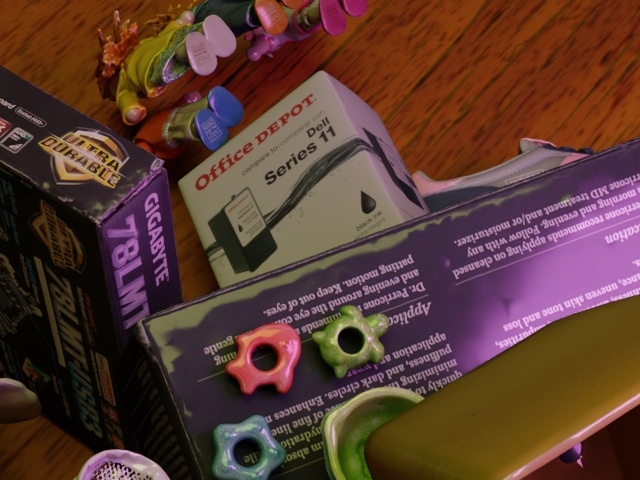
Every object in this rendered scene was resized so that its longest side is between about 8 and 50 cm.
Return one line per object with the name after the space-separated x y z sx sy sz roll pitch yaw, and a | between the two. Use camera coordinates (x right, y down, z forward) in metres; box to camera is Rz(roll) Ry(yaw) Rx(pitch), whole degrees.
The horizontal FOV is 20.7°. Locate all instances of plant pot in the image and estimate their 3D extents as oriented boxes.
0.144 0.140 0.856 0.212 0.212 0.187 -28 18 -23 | plant pot

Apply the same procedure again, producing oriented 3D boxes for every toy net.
-0.052 0.114 0.924 0.232 0.045 0.122 -18 81 -14 | toy net

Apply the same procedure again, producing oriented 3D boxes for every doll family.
-0.096 -0.165 1.438 0.263 0.118 0.163 -44 20 -32 | doll family

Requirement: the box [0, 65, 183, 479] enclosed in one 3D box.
-0.220 -0.002 1.200 0.293 0.295 0.073 29 57 24 | box

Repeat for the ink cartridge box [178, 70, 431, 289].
0.000 0.000 1.293 0.153 0.087 0.208 -38 50 14 | ink cartridge box

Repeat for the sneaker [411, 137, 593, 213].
0.215 -0.039 1.350 0.319 0.112 0.131 -13 53 -12 | sneaker

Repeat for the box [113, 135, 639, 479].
0.091 0.151 1.061 0.343 0.179 0.313 -19 80 -15 | box

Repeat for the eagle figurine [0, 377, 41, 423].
-0.329 0.111 1.140 0.225 0.226 0.298 -16 49 -27 | eagle figurine
